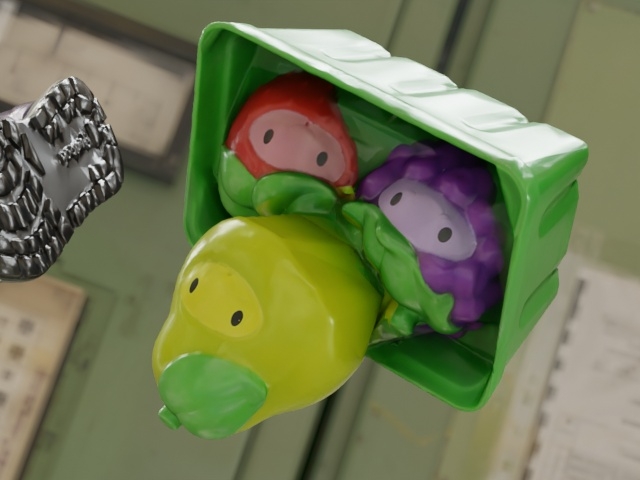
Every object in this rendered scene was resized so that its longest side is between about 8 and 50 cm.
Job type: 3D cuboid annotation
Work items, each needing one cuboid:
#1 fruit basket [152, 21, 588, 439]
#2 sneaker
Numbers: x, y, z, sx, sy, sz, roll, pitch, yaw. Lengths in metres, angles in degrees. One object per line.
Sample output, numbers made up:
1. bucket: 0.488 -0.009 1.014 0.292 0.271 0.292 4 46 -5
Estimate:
1. fruit basket: 0.000 0.000 1.478 0.392 0.392 0.283 16 -58 13
2. sneaker: -0.221 -0.019 1.041 0.124 0.107 0.283 -20 6 16
